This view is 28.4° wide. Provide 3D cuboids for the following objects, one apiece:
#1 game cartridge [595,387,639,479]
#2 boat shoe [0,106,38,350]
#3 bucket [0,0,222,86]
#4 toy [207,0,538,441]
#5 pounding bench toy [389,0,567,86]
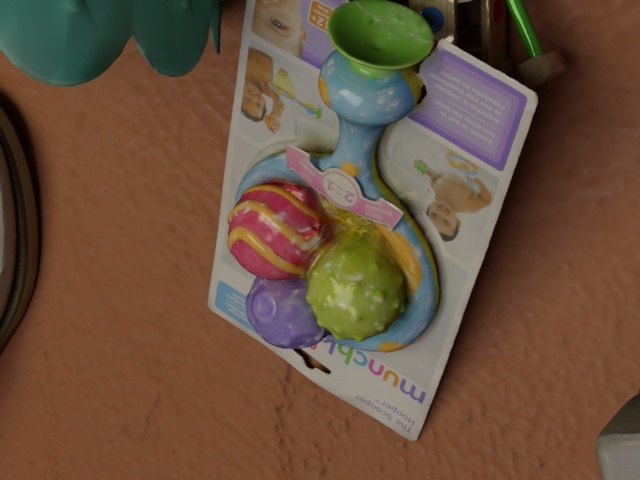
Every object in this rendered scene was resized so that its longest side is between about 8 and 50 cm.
[{"bbox_3d":[0.194,0.190,0.456,0.068,0.230,0.355,-7,103,32],"label":"game cartridge"},{"bbox_3d":[-0.253,0.051,0.745,0.113,0.103,0.302,30,119,18],"label":"boat shoe"},{"bbox_3d":[-0.163,-0.187,0.521,0.281,0.281,0.183,19,111,24],"label":"bucket"},{"bbox_3d":[0.000,0.000,0.570,0.137,0.056,0.237,32,137,18],"label":"toy"},{"bbox_3d":[0.064,-0.101,0.539,0.083,0.052,0.065,8,110,28],"label":"pounding bench toy"}]
